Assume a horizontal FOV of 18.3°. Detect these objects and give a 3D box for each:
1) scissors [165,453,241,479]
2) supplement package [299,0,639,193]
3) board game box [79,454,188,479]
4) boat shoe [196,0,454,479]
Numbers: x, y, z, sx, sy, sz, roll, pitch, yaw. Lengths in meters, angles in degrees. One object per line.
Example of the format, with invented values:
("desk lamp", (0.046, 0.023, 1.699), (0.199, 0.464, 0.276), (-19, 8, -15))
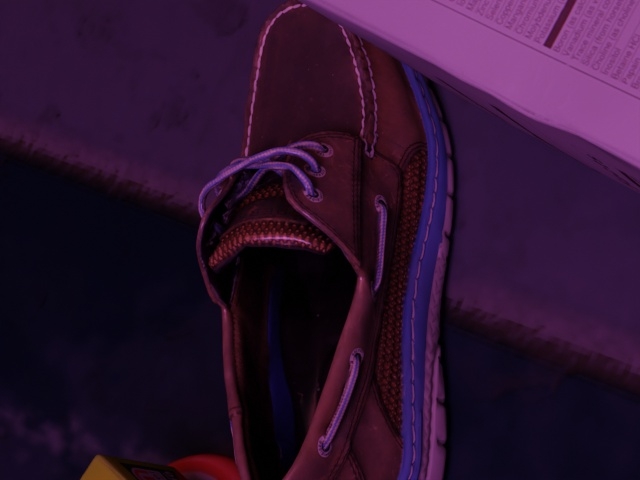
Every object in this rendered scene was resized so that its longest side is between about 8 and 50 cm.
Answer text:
("scissors", (-0.072, 0.212, 0.620), (0.109, 0.021, 0.297), (27, 94, 34))
("supplement package", (0.122, -0.068, 0.494), (0.244, 0.134, 0.139), (32, 95, 38))
("board game box", (-0.021, 0.152, 0.563), (0.181, 0.043, 0.092), (39, 100, 30))
("boat shoe", (0.000, 0.000, 0.604), (0.066, 0.066, 0.183), (-20, 64, 30))
